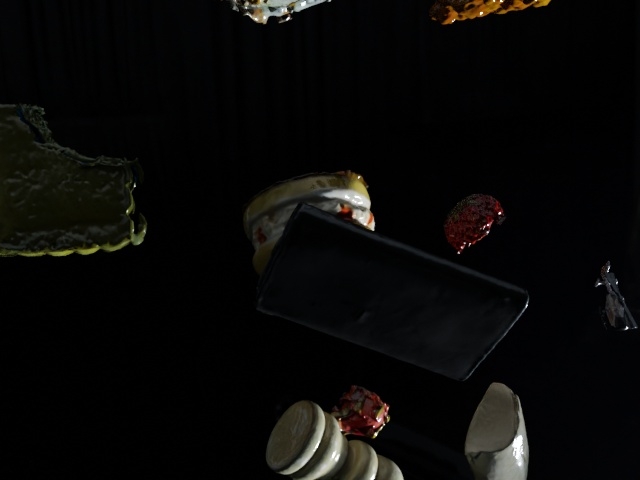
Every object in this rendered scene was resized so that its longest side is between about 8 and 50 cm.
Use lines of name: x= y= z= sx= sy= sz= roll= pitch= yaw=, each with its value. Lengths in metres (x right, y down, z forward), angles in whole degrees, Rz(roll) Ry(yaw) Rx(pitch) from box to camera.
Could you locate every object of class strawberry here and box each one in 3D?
strawberry: x=0.325 y=-0.043 z=1.551 sx=0.086 sy=0.145 sz=0.145 roll=42 pitch=-169 yaw=-10

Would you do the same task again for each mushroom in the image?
mushroom: x=0.416 y=0.512 z=1.668 sx=0.137 sy=0.407 sz=0.154 roll=2 pitch=-137 yaw=23

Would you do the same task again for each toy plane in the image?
toy plane: x=0.714 y=0.147 z=1.737 sx=0.053 sy=0.078 sz=0.197 roll=2 pitch=-128 yaw=-5

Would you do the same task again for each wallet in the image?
wallet: x=0.110 y=0.094 z=1.181 sx=0.406 sy=0.228 sz=0.062 roll=20 pitch=-145 yaw=-10

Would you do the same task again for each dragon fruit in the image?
dragon fruit: x=0.098 y=0.469 z=1.935 sx=0.207 sy=0.150 sz=0.133 roll=-12 pitch=164 yaw=-44

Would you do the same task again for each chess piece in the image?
chess piece: x=0.046 y=0.482 z=1.526 sx=0.299 sy=0.167 sz=0.167 roll=37 pitch=179 yaw=-20

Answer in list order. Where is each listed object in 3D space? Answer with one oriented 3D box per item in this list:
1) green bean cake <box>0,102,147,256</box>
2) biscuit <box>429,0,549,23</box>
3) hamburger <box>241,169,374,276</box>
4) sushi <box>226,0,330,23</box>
green bean cake: x=-0.483 y=-0.110 z=1.328 sx=0.310 sy=0.285 sz=0.202 roll=0 pitch=175 yaw=-16
biscuit: x=0.379 y=-0.584 z=1.429 sx=0.110 sy=0.318 sz=0.312 roll=29 pitch=169 yaw=-34
hamburger: x=0.000 y=0.000 z=1.434 sx=0.261 sy=0.186 sz=0.302 roll=-26 pitch=161 yaw=29
sushi: x=-0.096 y=-0.639 z=1.595 sx=0.417 sy=0.176 sz=0.417 roll=-12 pitch=176 yaw=-1
